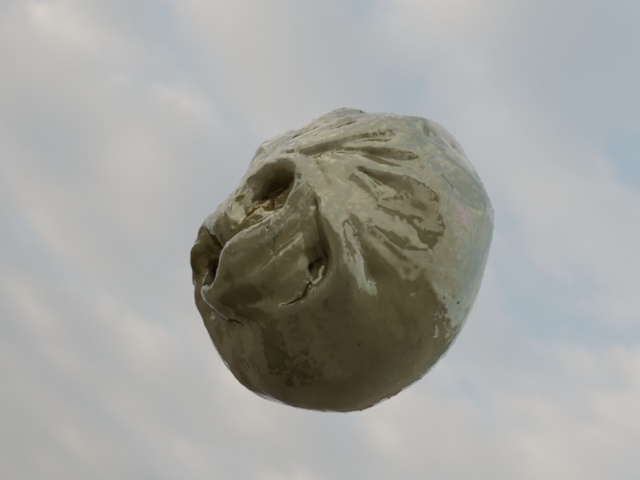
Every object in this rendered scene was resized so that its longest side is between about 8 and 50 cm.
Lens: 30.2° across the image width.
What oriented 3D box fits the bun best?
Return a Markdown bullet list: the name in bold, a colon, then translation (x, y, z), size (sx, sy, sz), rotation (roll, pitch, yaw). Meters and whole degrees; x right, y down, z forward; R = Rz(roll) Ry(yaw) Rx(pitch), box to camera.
- **bun**: translation (0.000, 0.000, 0.781), size (0.231, 0.231, 0.133), rotation (2, -33, 41)
